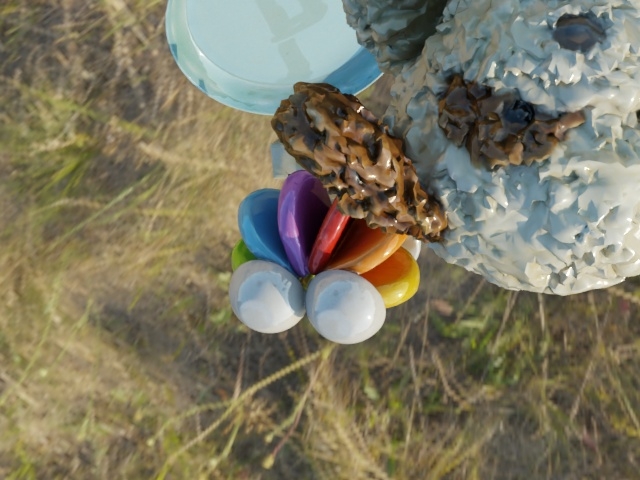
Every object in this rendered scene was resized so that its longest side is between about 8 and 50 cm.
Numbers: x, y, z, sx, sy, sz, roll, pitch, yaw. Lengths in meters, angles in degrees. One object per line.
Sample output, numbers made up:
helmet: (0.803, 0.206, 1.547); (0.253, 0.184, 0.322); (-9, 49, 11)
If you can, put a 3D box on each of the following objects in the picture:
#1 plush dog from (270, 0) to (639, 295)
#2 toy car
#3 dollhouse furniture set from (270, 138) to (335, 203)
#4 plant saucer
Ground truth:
plush dog: (0.089, -0.086, 0.570); (0.262, 0.210, 0.225); (2, 69, -4)
toy car: (0.000, 0.000, 1.231); (0.182, 0.159, 0.136); (6, 129, 21)
dollhouse furniture set: (0.018, -0.069, 1.686); (0.101, 0.182, 0.161); (-1, 106, 16)
plant saucer: (-0.040, -0.293, 1.711); (0.317, 0.044, 0.318); (-5, 137, -5)
